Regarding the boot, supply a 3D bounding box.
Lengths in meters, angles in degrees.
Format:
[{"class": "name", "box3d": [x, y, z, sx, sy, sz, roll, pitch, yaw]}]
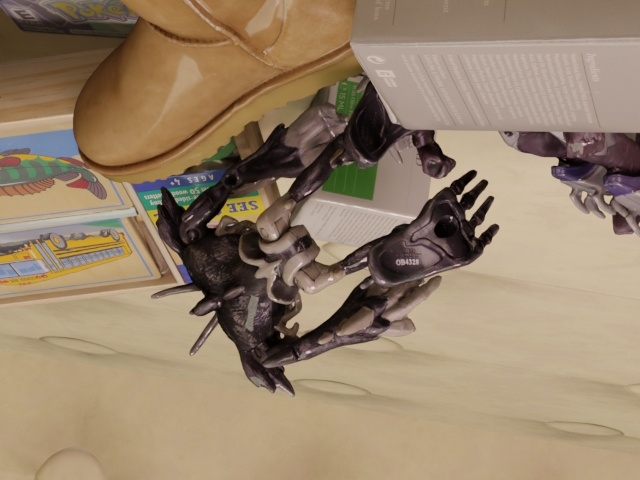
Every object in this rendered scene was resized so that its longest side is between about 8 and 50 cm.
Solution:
[{"class": "boot", "box3d": [-0.117, -0.148, 0.560, 0.236, 0.089, 0.269, -25, 143, 27]}]

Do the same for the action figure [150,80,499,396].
[{"class": "action figure", "box3d": [0.000, 0.000, 0.707, 0.141, 0.164, 0.275, -26, 178, -35]}]

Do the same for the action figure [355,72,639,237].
[{"class": "action figure", "box3d": [0.137, -0.077, 0.723, 0.285, 0.099, 0.185, 24, 171, -31]}]

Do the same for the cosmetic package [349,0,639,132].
[{"class": "cosmetic package", "box3d": [0.143, -0.121, 0.511, 0.238, 0.127, 0.107, 6, 164, 19]}]

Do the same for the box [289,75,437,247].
[{"class": "box", "box3d": [0.031, -0.055, 0.845, 0.087, 0.101, 0.102, 11, 164, -9]}]

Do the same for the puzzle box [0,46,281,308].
[{"class": "puzzle box", "box3d": [-0.239, -0.027, 0.850, 0.409, 0.052, 0.272, -7, 153, 5]}]

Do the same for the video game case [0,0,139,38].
[{"class": "video game case", "box3d": [-0.120, -0.167, 0.683, 0.201, 0.023, 0.183, 6, 164, 11]}]
